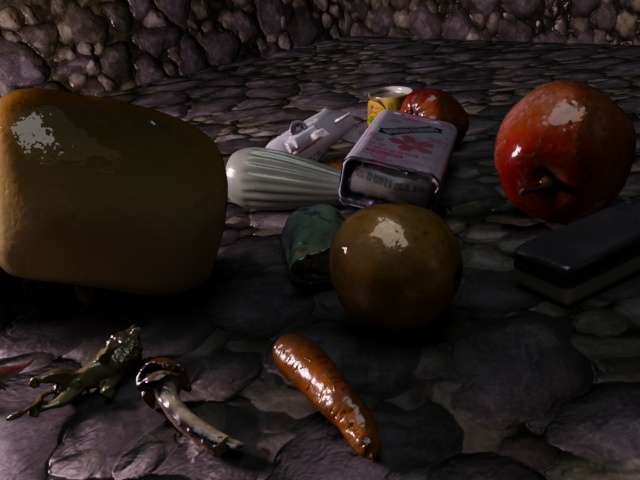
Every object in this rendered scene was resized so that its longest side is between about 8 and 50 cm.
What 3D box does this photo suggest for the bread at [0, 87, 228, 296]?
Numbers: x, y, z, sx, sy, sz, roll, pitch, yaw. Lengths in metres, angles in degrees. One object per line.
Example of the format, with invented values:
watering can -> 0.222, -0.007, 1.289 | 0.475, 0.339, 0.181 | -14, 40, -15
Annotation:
bread -> -0.339, -0.085, 1.167 | 0.375, 0.253, 0.348 | 11, 41, -23

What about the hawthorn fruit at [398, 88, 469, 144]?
hawthorn fruit -> 0.288, -0.283, 1.769 | 0.203, 0.163, 0.162 | -1, 15, -35

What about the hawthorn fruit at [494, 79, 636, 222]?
hawthorn fruit -> 0.408, -0.132, 1.264 | 0.235, 0.263, 0.231 | 29, -11, -19

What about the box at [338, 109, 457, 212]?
box -> 0.165, -0.158, 1.497 | 0.190, 0.112, 0.370 | 13, 28, 11

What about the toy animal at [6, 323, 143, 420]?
toy animal -> -0.297, 0.173, 0.939 | 0.086, 0.069, 0.219 | -17, 6, 40

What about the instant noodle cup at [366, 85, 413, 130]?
instant noodle cup -> 0.181, -0.322, 1.894 | 0.151, 0.122, 0.151 | -8, 24, 4

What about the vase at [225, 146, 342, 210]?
vase -> -0.064, -0.117, 1.497 | 0.247, 0.128, 0.128 | 8, 26, 12

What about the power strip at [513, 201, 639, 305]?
power strip -> 0.410, 0.014, 1.088 | 0.256, 0.070, 0.105 | -21, 28, -25

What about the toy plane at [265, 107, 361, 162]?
toy plane -> -0.024, -0.224, 1.719 | 0.244, 0.118, 0.245 | -31, 3, 2

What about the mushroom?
mushroom -> -0.153, 0.199, 0.859 | 0.060, 0.061, 0.187 | -34, 43, -23

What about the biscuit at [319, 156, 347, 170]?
biscuit -> 0.059, -0.147, 1.638 | 0.187, 0.027, 0.188 | -5, 23, 2

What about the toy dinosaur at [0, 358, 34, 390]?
toy dinosaur -> -0.472, 0.209, 0.950 | 0.220, 0.032, 0.108 | -32, 35, -27

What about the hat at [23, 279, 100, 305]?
hat -> -0.425, 0.042, 1.264 | 0.147, 0.085, 0.175 | 0, 25, 21

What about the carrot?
carrot -> 0.008, 0.173, 0.856 | 0.059, 0.059, 0.248 | -17, 27, -21

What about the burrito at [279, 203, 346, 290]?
burrito -> 0.000, 0.000, 1.232 | 0.143, 0.089, 0.229 | -9, 24, -10

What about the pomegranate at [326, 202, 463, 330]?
pomegranate -> 0.094, 0.035, 1.015 | 0.196, 0.196, 0.196 | -6, 22, 3

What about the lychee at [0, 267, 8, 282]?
lychee -> -0.629, -0.021, 1.260 | 0.269, 0.270, 0.320 | -1, 5, 15
